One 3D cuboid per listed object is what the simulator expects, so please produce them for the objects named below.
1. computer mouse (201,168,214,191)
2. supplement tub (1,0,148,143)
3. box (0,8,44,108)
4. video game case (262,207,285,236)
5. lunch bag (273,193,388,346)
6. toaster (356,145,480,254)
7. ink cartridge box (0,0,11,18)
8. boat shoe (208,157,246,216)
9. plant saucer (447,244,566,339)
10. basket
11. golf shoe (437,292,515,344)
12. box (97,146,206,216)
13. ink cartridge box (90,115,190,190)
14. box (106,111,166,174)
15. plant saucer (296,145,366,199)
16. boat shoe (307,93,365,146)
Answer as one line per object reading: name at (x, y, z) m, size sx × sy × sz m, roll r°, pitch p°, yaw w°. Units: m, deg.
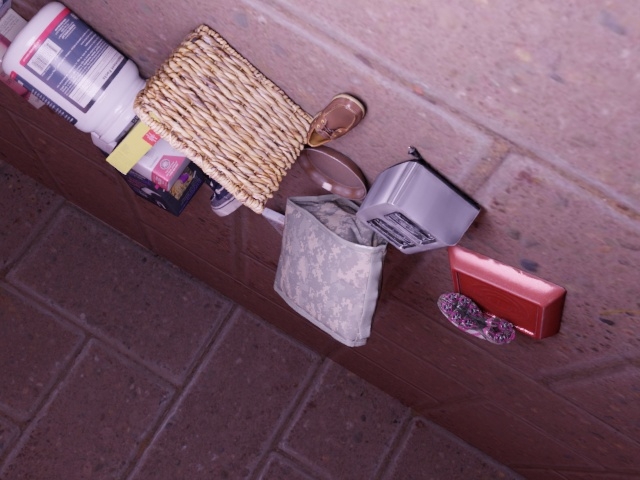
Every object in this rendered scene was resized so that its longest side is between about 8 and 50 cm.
computer mouse at (-0.282, -0.167, 1.946) m, size 0.071 × 0.041 × 0.242 m, roll 40°, pitch 170°, yaw 1°
supplement tub at (-0.520, -0.358, 1.551) m, size 0.272 × 0.191 × 0.191 m, roll 39°, pitch 161°, yaw -22°
box at (-0.745, -0.455, 1.778) m, size 0.232 × 0.126 × 0.149 m, roll 41°, pitch 160°, yaw -25°
video game case at (-0.035, -0.003, 1.933) m, size 0.206 × 0.026 × 0.227 m, roll 25°, pitch 169°, yaw 22°
lunch bag at (0.041, 0.058, 1.515) m, size 0.169 × 0.235 × 0.287 m, roll -6°, pitch -151°, yaw -31°
toaster at (0.172, -0.062, 1.324) m, size 0.186 × 0.110 × 0.168 m, roll 36°, pitch 161°, yaw -14°
ink cartridge box at (-0.751, -0.524, 1.575) m, size 0.082 × 0.139 × 0.191 m, roll 35°, pitch 163°, yaw -16°
boat shoe at (-0.222, -0.167, 1.724) m, size 0.158 × 0.127 × 0.341 m, roll 44°, pitch 152°, yaw -15°
plant saucer at (0.392, 0.123, 1.563) m, size 0.259 × 0.047 × 0.259 m, roll 24°, pitch 162°, yaw 24°
basket at (-0.202, -0.212, 1.362) m, size 0.299 × 0.223 × 0.213 m, roll 38°, pitch 162°, yaw -22°
golf shoe at (0.341, 0.182, 1.619) m, size 0.186 × 0.067 × 0.086 m, roll 31°, pitch 164°, yaw 1°
box at (-0.445, -0.206, 1.921) m, size 0.165 × 0.143 × 0.270 m, roll 28°, pitch 163°, yaw 20°
ink cartridge box at (-0.415, -0.248, 1.729) m, size 0.218 × 0.158 × 0.092 m, roll 32°, pitch 165°, yaw -3°
box at (-0.373, -0.247, 1.573) m, size 0.058 × 0.087 × 0.232 m, roll 41°, pitch 120°, yaw -22°
plant saucer at (0.027, -0.145, 1.481) m, size 0.169 × 0.029 × 0.168 m, roll 28°, pitch 163°, yaw 10°
boat shoe at (0.024, -0.205, 1.265) m, size 0.064 × 0.060 × 0.178 m, roll 36°, pitch 162°, yaw -13°
